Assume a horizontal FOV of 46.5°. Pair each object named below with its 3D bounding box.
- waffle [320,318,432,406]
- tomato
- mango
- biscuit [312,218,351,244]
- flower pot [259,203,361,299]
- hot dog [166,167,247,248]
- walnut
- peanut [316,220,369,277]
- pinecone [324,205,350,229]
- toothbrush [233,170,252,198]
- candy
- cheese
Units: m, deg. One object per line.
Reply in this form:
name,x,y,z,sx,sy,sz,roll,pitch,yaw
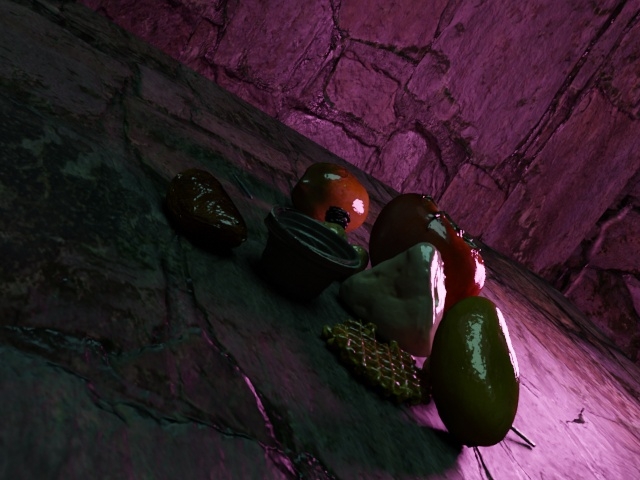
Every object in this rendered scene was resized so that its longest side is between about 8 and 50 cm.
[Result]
waffle,0.122,0.243,1.488,0.228,0.051,0.231,17,23,-51
tomato,0.263,0.051,1.958,0.341,0.273,0.341,44,11,-11
mango,0.303,0.250,1.482,0.195,0.142,0.332,24,49,-31
biscuit,0.000,0.000,2.030,0.147,0.046,0.250,36,14,6
flower pot,-0.040,0.039,1.615,0.235,0.140,0.235,31,13,-8
hot dog,-0.237,-0.062,1.586,0.160,0.099,0.227,22,20,-40
walnut,0.029,-0.133,2.235,0.203,0.203,0.298,44,9,35
peanut,0.038,0.025,1.882,0.229,0.103,0.098,42,30,-40
pinecone,0.046,-0.056,2.090,0.077,0.077,0.083,31,45,-12
toothbrush,-0.221,-0.160,2.129,0.011,0.014,0.167,35,11,-37
candy,0.352,0.354,1.613,0.335,0.093,0.092,39,47,-14
cheese,0.180,0.159,1.729,0.173,0.251,0.248,34,42,-64
